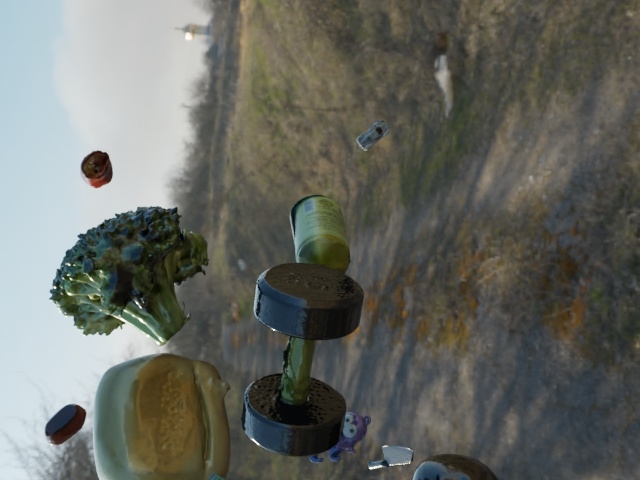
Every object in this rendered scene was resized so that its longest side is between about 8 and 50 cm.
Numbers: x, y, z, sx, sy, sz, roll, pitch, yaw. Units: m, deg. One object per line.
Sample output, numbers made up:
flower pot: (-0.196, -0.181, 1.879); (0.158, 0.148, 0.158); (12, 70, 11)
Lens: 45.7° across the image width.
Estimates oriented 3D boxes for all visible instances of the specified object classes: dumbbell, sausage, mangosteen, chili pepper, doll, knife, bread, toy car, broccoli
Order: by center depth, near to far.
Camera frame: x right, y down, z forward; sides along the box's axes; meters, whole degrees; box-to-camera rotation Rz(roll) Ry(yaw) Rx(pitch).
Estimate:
dumbbell: (-0.037, 0.224, 1.445); (0.203, 0.204, 0.322); (-107, 23, -69)
sausage: (-0.525, 0.378, 1.562); (0.094, 0.059, 0.054); (-44, -32, -27)
broccoli: (-0.398, 0.094, 1.594); (0.348, 0.281, 0.293); (-43, 4, 11)
mangosteen: (0.326, 0.606, 1.641); (0.275, 0.302, 0.274); (10, -90, -84)
doll: (0.030, 0.444, 1.711); (0.067, 0.206, 0.110); (27, -145, -51)
toy car: (0.127, -0.252, 1.808); (0.041, 0.093, 0.025); (51, 166, -7)
knife: (0.184, 0.565, 1.987); (0.230, 0.028, 0.060); (-39, 68, 58)
bread: (-0.423, 0.509, 1.994); (0.253, 0.348, 0.376); (-47, 47, 42)
chili pepper: (-0.604, -0.186, 2.051); (0.192, 0.086, 0.084); (151, 105, -73)

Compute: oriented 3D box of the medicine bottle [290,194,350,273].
medicine bottle: (0.000, 0.000, 1.656); (0.239, 0.124, 0.124); (-97, 13, -60)

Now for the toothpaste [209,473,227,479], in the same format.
toothpaste: (-0.133, 0.600, 1.664); (0.065, 0.267, 0.050); (-51, -18, -65)
